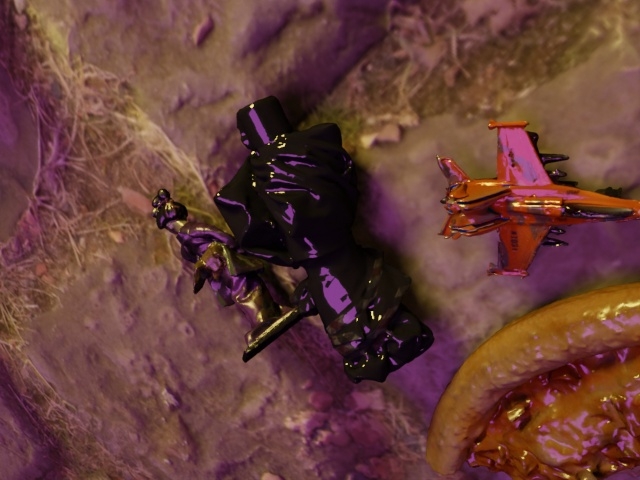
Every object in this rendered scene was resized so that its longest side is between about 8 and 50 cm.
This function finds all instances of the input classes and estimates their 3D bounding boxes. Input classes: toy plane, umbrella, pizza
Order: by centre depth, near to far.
[{"bbox_3d":[0.182,-0.030,0.525,0.188,0.062,0.135,-2,116,16],"label":"toy plane"},{"bbox_3d":[0.228,0.138,0.576,0.365,0.074,0.182,-33,88,40],"label":"pizza"},{"bbox_3d":[0.000,0.001,0.612,0.122,0.110,0.272,-18,107,35],"label":"umbrella"}]

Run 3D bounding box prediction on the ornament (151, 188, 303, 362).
[{"bbox_3d":[-0.104,0.028,0.717,0.203,0.088,0.081,47,163,14],"label":"ornament"}]
